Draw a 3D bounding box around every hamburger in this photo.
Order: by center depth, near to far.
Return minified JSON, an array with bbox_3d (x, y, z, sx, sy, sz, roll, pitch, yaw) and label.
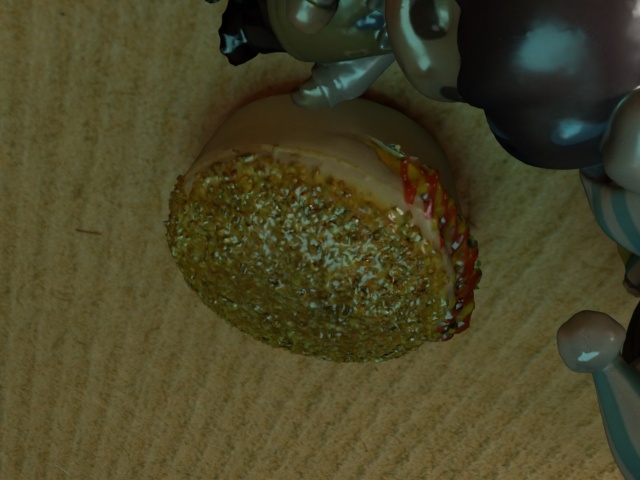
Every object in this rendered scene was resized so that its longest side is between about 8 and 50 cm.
[{"bbox_3d":[0.000,0.000,0.936,0.294,0.179,0.276,2,141,15],"label":"hamburger"}]

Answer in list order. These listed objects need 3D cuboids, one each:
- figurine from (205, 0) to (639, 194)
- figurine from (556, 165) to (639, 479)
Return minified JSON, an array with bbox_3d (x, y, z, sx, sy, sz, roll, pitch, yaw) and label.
[{"bbox_3d":[0.074,-0.158,0.702,0.365,0.206,0.218,1,125,19],"label":"figurine"},{"bbox_3d":[0.335,0.100,0.799,0.266,0.377,0.361,-23,130,37],"label":"figurine"}]
